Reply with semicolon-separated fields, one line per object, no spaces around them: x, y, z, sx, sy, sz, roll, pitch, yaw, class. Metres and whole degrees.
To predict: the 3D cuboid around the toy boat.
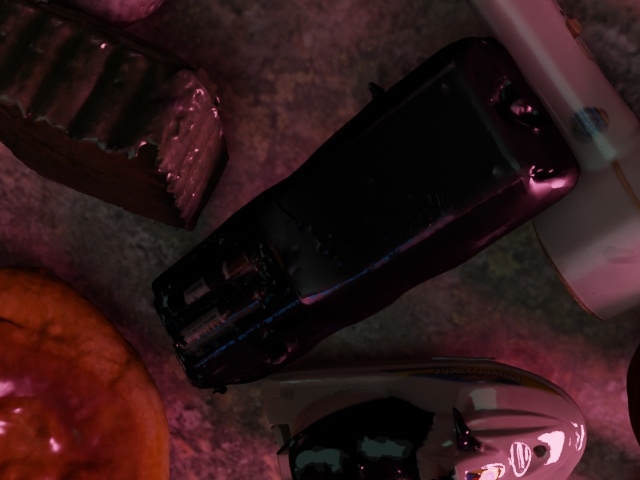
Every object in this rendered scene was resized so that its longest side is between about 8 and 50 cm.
0.074;0.170;0.728;0.269;0.140;0.141;-1;111;32;toy boat

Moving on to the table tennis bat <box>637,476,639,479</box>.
0.431;0.275;0.708;0.368;0.054;0.224;21;114;3;table tennis bat

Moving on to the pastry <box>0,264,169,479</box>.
-0.295;0.184;0.736;0.356;0.356;0.163;49;138;-6;pastry

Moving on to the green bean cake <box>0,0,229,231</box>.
-0.165;-0.095;0.669;0.181;0.173;0.094;23;75;7;green bean cake

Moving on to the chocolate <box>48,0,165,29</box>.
-0.145;-0.269;0.631;0.110;0.110;0.248;19;120;8;chocolate

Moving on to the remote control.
0.000;0.000;0.673;0.398;0.062;0.145;-36;80;36;remote control

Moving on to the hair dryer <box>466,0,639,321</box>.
0.173;-0.130;0.606;0.173;0.107;0.357;-35;92;24;hair dryer

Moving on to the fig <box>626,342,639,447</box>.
0.323;0.150;0.624;0.175;0.175;0.207;-15;96;21;fig
